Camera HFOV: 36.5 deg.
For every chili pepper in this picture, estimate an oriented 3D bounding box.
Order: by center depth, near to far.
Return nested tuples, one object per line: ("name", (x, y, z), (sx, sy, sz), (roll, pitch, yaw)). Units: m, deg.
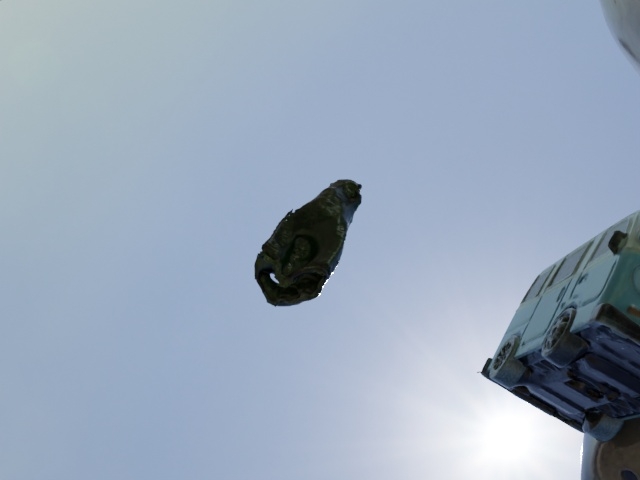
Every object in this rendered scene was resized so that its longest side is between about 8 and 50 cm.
("chili pepper", (-0.001, -0.002, 1.264), (0.108, 0.062, 0.216), (15, -125, 27))

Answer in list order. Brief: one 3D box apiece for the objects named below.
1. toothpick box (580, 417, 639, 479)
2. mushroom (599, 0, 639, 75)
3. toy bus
("toothpick box", (0.389, 0.213, 1.022), (0.229, 0.229, 0.316), (-19, -155, 28))
("mushroom", (0.248, -0.122, 0.383), (0.260, 0.254, 0.234), (-39, -108, -11))
("toy bus", (0.266, 0.072, 0.871), (0.165, 0.133, 0.271), (-60, -179, -19))
